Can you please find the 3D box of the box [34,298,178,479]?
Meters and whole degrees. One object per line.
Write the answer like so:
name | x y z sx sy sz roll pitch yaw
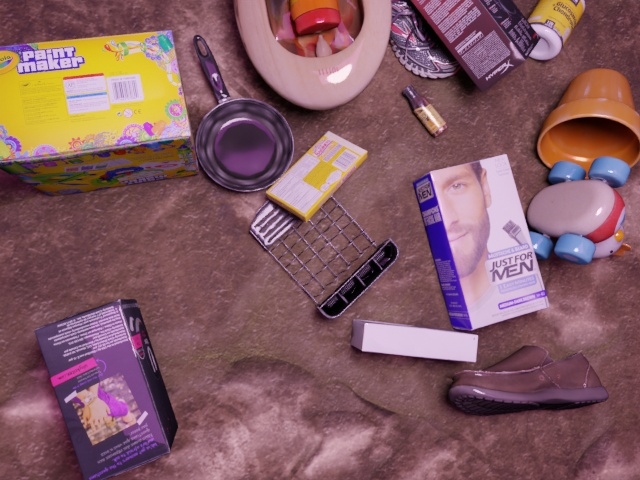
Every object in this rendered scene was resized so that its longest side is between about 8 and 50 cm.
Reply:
box | -0.365 0.252 0.884 0.143 0.165 0.270 -19 88 -12

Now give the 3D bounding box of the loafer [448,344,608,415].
loafer | 0.429 0.294 1.066 0.366 0.134 0.130 6 60 -20

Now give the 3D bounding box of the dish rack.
dish rack | 0.000 0.000 1.028 0.208 0.074 0.271 -43 92 -13

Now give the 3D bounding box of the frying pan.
frying pan | -0.201 -0.239 1.026 0.326 0.053 0.197 43 78 -2

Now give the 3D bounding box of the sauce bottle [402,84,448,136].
sauce bottle | 0.232 -0.291 1.120 0.042 0.042 0.128 -40 90 -12

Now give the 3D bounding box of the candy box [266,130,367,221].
candy box | -0.005 -0.136 1.025 0.105 0.027 0.206 32 66 24

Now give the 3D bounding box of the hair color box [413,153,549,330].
hair color box | 0.342 0.004 1.077 0.185 0.110 0.338 -14 85 -11

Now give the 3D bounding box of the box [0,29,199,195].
box | -0.377 -0.204 0.872 0.290 0.279 0.177 -11 86 -12

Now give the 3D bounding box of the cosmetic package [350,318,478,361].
cosmetic package | 0.190 0.207 1.030 0.239 0.099 0.060 8 82 -9

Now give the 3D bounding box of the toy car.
toy car | 0.601 -0.027 1.091 0.238 0.210 0.219 28 83 -19

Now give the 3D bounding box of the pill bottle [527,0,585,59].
pill bottle | 0.550 -0.525 1.172 0.103 0.103 0.184 34 79 -6

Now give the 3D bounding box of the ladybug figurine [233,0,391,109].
ladybug figurine | -0.016 -0.471 1.014 0.305 0.162 0.449 -8 85 2

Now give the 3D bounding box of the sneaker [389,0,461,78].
sneaker | 0.195 -0.473 1.095 0.299 0.112 0.121 36 79 -6

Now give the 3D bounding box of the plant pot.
plant pot | 0.611 -0.273 1.123 0.205 0.205 0.188 27 64 -7

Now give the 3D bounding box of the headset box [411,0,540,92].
headset box | 0.322 -0.489 1.063 0.293 0.110 0.218 49 42 -7
